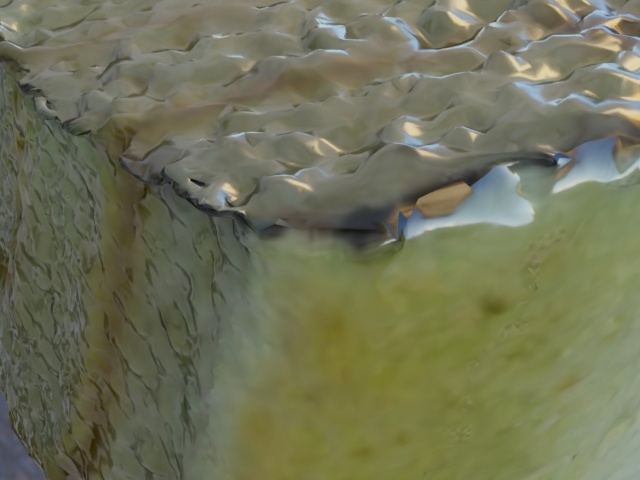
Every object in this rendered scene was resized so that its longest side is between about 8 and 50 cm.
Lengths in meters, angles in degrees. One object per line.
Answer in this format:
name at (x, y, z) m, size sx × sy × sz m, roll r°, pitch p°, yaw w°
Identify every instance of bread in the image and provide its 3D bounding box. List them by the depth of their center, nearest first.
bread at (0.002, 0.008, 0.681) m, size 0.395 × 0.239 × 0.264 m, roll -123°, pitch -153°, yaw -59°
